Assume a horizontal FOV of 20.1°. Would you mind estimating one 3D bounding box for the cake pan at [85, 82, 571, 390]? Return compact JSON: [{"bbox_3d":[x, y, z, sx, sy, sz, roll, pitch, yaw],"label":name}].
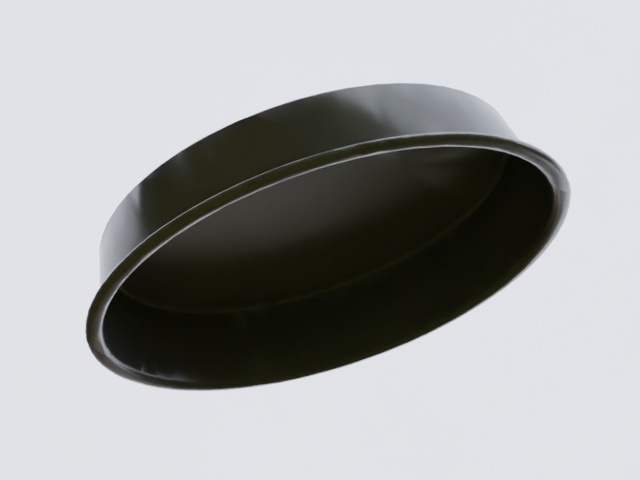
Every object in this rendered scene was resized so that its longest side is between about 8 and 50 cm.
[{"bbox_3d":[0.000,0.000,1.055,0.293,0.293,0.054,-27,-116,17],"label":"cake pan"}]
